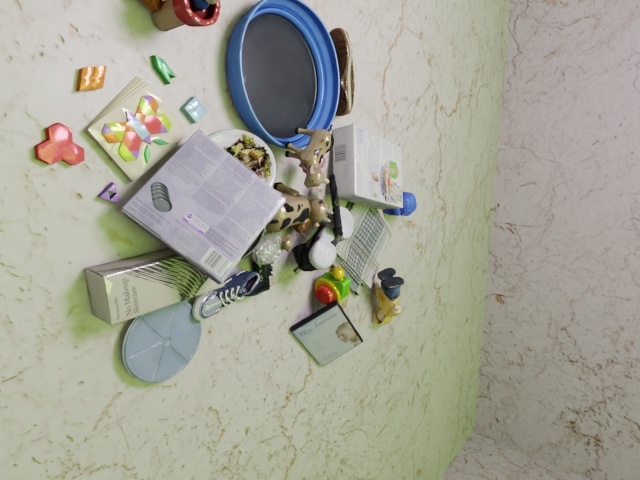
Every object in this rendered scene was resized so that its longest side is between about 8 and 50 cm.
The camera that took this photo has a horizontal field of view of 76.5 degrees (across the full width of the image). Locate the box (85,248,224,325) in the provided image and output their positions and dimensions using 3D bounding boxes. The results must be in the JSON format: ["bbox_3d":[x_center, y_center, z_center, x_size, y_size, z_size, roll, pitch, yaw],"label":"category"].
[{"bbox_3d":[-0.356,0.084,0.906,0.275,0.094,0.113,-20,113,-48],"label":"box"}]

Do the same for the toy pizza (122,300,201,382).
[{"bbox_3d":[-0.374,0.235,0.966,0.201,0.032,0.201,-14,108,-50],"label":"toy pizza"}]

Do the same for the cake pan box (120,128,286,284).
[{"bbox_3d":[-0.242,-0.071,0.895,0.267,0.070,0.245,38,71,-11],"label":"cake pan box"}]

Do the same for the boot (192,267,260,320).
[{"bbox_3d":[-0.239,0.136,1.043,0.190,0.086,0.069,-52,133,-43],"label":"boot"}]

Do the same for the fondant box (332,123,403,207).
[{"bbox_3d":[0.177,-0.249,1.451,0.330,0.096,0.238,6,82,-50],"label":"fondant box"}]

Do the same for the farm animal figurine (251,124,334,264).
[{"bbox_3d":[-0.055,-0.115,1.098,0.327,0.172,0.330,-36,142,-38],"label":"farm animal figurine"}]

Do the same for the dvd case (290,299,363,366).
[{"bbox_3d":[0.028,0.327,1.403,0.180,0.022,0.253,-31,129,1],"label":"dvd case"}]

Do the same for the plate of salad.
[{"bbox_3d":[-0.206,-0.185,0.988,0.200,0.048,0.199,4,75,-13],"label":"plate of salad"}]

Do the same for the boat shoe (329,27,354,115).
[{"bbox_3d":[0.065,-0.536,1.303,0.095,0.095,0.257,-39,133,-56],"label":"boat shoe"}]

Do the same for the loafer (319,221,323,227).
[{"bbox_3d":[0.018,-0.059,1.360,0.148,0.056,0.050,49,54,-43],"label":"loafer"}]

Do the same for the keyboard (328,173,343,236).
[{"bbox_3d":[0.045,-0.111,1.219,0.108,0.023,0.180,72,10,-65],"label":"keyboard"}]

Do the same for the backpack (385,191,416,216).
[{"bbox_3d":[0.327,-0.144,1.666,0.101,0.120,0.098,-44,129,-36],"label":"backpack"}]

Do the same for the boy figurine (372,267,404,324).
[{"bbox_3d":[0.267,0.237,1.659,0.092,0.177,0.285,-17,137,-20],"label":"boy figurine"}]

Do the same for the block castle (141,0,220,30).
[{"bbox_3d":[-0.255,-0.669,0.775,0.303,0.213,0.453,35,70,-48],"label":"block castle"}]

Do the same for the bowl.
[{"bbox_3d":[-0.093,-0.453,1.126,0.391,0.077,0.391,-15,109,-48],"label":"bowl"}]

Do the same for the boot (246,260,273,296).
[{"bbox_3d":[-0.182,0.101,1.160,0.121,0.045,0.099,-14,111,-56],"label":"boot"}]

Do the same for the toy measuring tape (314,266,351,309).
[{"bbox_3d":[0.030,0.212,1.425,0.121,0.121,0.330,-36,146,-41],"label":"toy measuring tape"}]

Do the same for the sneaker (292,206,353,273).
[{"bbox_3d":[0.000,0.000,1.283,0.101,0.153,0.268,48,46,-17],"label":"sneaker"}]

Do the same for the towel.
[{"bbox_3d":[0.154,0.015,1.542,0.312,0.056,0.324,51,60,-43],"label":"towel"}]

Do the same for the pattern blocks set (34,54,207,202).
[{"bbox_3d":[-0.386,-0.233,0.857,0.285,0.026,0.325,43,65,-46],"label":"pattern blocks set"}]
